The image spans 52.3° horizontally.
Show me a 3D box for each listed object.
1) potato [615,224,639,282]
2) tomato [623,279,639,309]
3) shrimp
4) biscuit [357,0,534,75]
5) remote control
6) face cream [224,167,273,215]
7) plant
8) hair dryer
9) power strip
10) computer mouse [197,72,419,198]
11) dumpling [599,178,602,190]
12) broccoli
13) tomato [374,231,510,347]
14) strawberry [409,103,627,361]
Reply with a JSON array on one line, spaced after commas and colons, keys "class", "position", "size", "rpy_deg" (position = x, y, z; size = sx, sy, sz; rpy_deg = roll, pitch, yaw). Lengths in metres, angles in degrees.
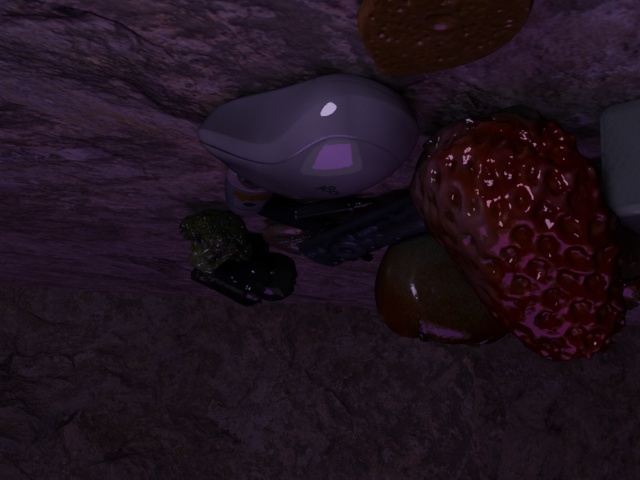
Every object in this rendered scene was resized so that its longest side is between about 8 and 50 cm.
[{"class": "potato", "position": [0.521, -0.051, 0.894], "size": [0.299, 0.116, 0.239], "rpy_deg": [-30, 167, 26]}, {"class": "tomato", "position": [0.535, 0.033, 1.248], "size": [0.155, 0.181, 0.214], "rpy_deg": [23, 157, -5]}, {"class": "shrimp", "position": [0.000, -0.007, 1.413], "size": [0.254, 0.059, 0.145], "rpy_deg": [9, 157, -2]}, {"class": "biscuit", "position": [0.108, -0.202, 0.569], "size": [0.141, 0.029, 0.221], "rpy_deg": [7, 166, -8]}, {"class": "remote control", "position": [0.105, -0.019, 1.235], "size": [0.107, 0.044, 0.377], "rpy_deg": [26, 150, -29]}, {"class": "face cream", "position": [-0.114, -0.089, 1.064], "size": [0.084, 0.057, 0.198], "rpy_deg": [5, 168, -9]}, {"class": "plant", "position": [-0.176, 0.070, 1.556], "size": [0.255, 0.165, 0.142], "rpy_deg": [12, 163, -23]}, {"class": "hair dryer", "position": [-0.006, -0.064, 1.192], "size": [0.194, 0.050, 0.173], "rpy_deg": [-13, 160, 41]}, {"class": "power strip", "position": [0.405, -0.085, 0.756], "size": [0.140, 0.139, 0.224], "rpy_deg": [14, 164, -42]}, {"class": "computer mouse", "position": [-0.019, -0.110, 0.816], "size": [0.296, 0.121, 0.184], "rpy_deg": [-7, 165, 35]}, {"class": "dumpling", "position": [0.417, -0.058, 0.999], "size": [0.134, 0.100, 0.169], "rpy_deg": [-18, 141, -31]}, {"class": "broccoli", "position": [-0.217, -0.003, 1.334], "size": [0.162, 0.138, 0.146], "rpy_deg": [29, 172, 31]}, {"class": "tomato", "position": [0.262, 0.086, 1.337], "size": [0.303, 0.239, 0.303], "rpy_deg": [4, 180, 0]}, {"class": "strawberry", "position": [0.231, 0.009, 0.802], "size": [0.149, 0.336, 0.265], "rpy_deg": [-26, -179, -19]}]
